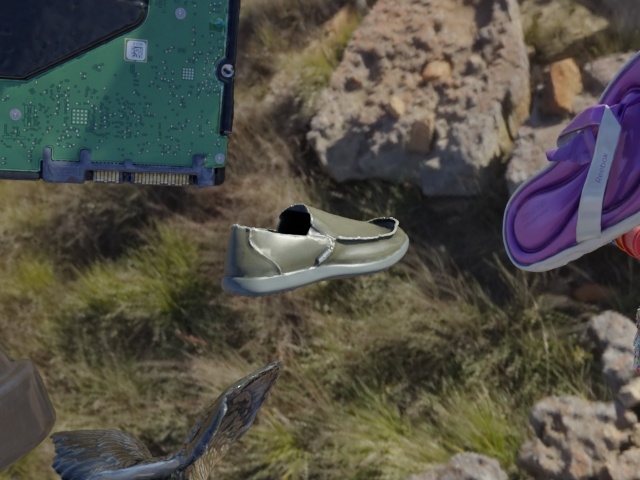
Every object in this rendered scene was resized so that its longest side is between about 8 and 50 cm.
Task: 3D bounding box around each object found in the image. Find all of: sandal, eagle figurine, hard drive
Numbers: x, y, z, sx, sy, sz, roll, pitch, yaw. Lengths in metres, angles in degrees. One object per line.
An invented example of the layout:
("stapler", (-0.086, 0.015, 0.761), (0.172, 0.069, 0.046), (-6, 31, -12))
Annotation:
("sandal", (0.315, -0.077, 1.066), (0.102, 0.416, 0.169), (-3, 59, -21))
("eagle figurine", (-0.145, 0.231, 0.877), (0.225, 0.226, 0.298), (-59, 23, 25))
("hard drive", (-0.178, -0.213, 0.679), (0.237, 0.338, 0.064), (1, 13, -16))

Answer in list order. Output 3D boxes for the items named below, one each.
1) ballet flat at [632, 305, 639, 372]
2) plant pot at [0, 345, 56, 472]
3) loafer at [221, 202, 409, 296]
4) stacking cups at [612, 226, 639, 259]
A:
("ballet flat", (0.523, 0.155, 1.408), (0.091, 0.241, 0.077), (37, 111, 15))
("plant pot", (-0.364, 0.084, 0.687), (0.263, 0.229, 0.263), (-16, 7, 2))
("loafer", (0.000, 0.000, 1.017), (0.251, 0.087, 0.094), (-13, 11, -39))
("stacking cups", (0.545, -0.017, 1.581), (0.096, 0.096, 0.316), (-18, 9, 13))
